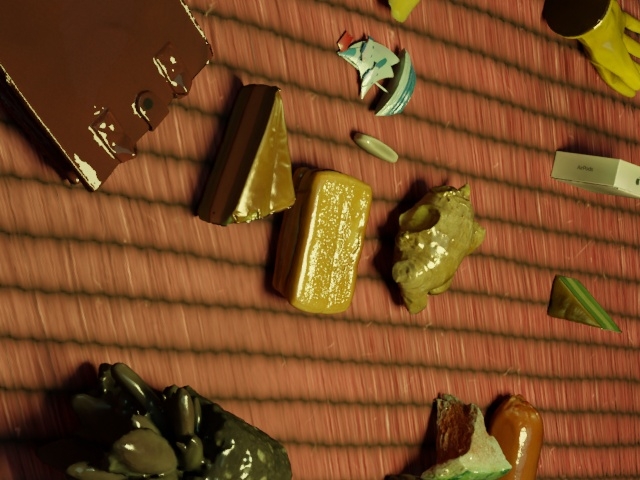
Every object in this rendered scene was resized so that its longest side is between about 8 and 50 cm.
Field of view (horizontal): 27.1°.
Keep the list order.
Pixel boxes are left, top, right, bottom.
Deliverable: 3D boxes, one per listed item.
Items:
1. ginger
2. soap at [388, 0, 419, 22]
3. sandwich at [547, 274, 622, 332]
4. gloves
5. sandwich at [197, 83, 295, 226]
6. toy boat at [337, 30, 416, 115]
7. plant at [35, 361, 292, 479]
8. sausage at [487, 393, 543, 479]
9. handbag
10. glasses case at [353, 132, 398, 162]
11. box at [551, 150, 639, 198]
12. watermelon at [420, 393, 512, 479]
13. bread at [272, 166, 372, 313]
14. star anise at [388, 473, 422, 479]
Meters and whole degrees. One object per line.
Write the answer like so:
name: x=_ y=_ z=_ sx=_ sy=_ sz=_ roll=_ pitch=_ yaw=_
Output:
ginger: x=0.177 y=0.000 z=1.998 sx=0.216 sy=0.102 sz=0.157 roll=-57 pitch=138 yaw=-19
soap: x=0.133 y=-0.390 z=1.921 sx=0.168 sy=0.033 sz=0.089 roll=-50 pitch=120 yaw=-26
sandwich: x=0.461 y=0.109 z=2.284 sx=0.074 sy=0.116 sz=0.074 roll=12 pitch=91 yaw=-45
gloves: x=0.495 y=-0.343 z=2.243 sx=0.294 sy=0.116 sz=0.133 roll=26 pitch=87 yaw=-50
sandwich: x=-0.104 y=-0.111 z=1.718 sx=0.113 sy=0.079 sz=0.163 roll=-22 pitch=114 yaw=-41
toy boat: x=0.084 y=-0.252 z=1.914 sx=0.105 sy=0.034 sz=0.149 roll=-46 pitch=114 yaw=-24
plant: x=-0.192 y=0.276 z=1.649 sx=0.320 sy=0.181 sz=0.194 roll=33 pitch=81 yaw=-41
sausage: x=0.304 y=0.431 z=2.217 sx=0.097 sy=0.094 sz=0.349 roll=8 pitch=94 yaw=-44
handbag: x=-0.269 y=-0.234 z=1.539 sx=0.260 sy=0.084 sz=0.275 roll=-53 pitch=130 yaw=-26
glasses case: x=0.080 y=-0.134 z=1.924 sx=0.083 sy=0.032 sz=0.021 roll=29 pitch=83 yaw=-43
box: x=0.482 y=-0.109 z=2.249 sx=0.129 sy=0.130 sz=0.051 roll=13 pitch=89 yaw=-45
watermelon: x=0.239 y=0.323 z=2.082 sx=0.121 sy=0.098 sz=0.158 roll=34 pitch=47 yaw=-25
bread: x=0.000 y=0.000 z=1.845 sx=0.116 sy=0.077 sz=0.200 roll=7 pitch=96 yaw=-46
star anise: x=0.176 y=0.449 z=2.090 sx=0.220 sy=0.099 sz=0.214 roll=-48 pitch=121 yaw=-29
